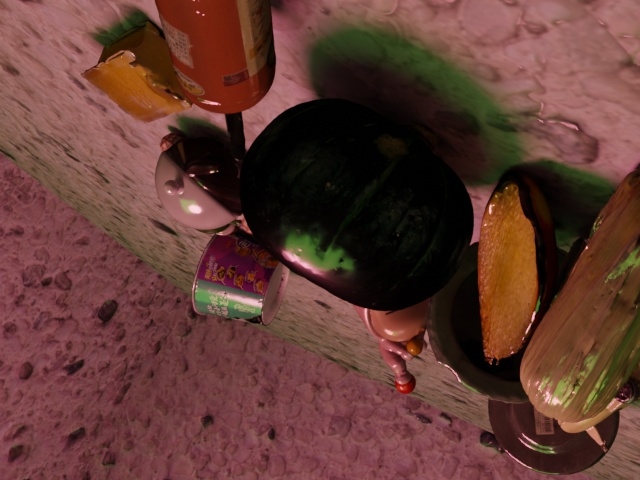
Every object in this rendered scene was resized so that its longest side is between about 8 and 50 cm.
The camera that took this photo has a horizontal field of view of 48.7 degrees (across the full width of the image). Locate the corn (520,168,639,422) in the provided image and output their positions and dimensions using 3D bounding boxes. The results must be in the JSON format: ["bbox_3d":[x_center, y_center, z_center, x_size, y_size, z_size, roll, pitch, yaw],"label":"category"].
[{"bbox_3d":[0.320,0.066,0.782,0.122,0.305,0.123,33,-152,29],"label":"corn"}]

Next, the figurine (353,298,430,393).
[{"bbox_3d":[0.163,0.148,1.364,0.186,0.176,0.288,35,146,52],"label":"figurine"}]

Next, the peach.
[{"bbox_3d":[0.263,0.047,0.921,0.068,0.189,0.280,-1,124,-5],"label":"peach"}]

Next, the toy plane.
[{"bbox_3d":[0.448,0.219,1.077,0.241,0.256,0.104,-4,-141,-35],"label":"toy plane"}]

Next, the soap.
[{"bbox_3d":[-0.287,-0.264,1.148,0.135,0.076,0.233,40,162,-29],"label":"soap"}]

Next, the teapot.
[{"bbox_3d":[0.448,0.339,1.454,0.321,0.240,0.239,13,171,31],"label":"teapot"}]

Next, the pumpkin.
[{"bbox_3d":[0.056,-0.056,0.911,0.315,0.239,0.315,34,-172,-5],"label":"pumpkin"}]

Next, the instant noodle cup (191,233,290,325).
[{"bbox_3d":[-0.202,0.110,1.887,0.190,0.251,0.251,17,162,13],"label":"instant noodle cup"}]

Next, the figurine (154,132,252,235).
[{"bbox_3d":[-0.228,-0.093,1.424,0.281,0.167,0.370,42,171,8],"label":"figurine"}]

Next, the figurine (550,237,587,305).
[{"bbox_3d":[0.430,0.095,0.892,0.263,0.142,0.190,26,141,12],"label":"figurine"}]

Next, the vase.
[{"bbox_3d":[0.283,0.131,1.148,0.244,0.245,0.291,27,173,7],"label":"vase"}]

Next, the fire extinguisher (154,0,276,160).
[{"bbox_3d":[-0.101,-0.253,0.725,0.113,0.201,0.376,7,157,2],"label":"fire extinguisher"}]
